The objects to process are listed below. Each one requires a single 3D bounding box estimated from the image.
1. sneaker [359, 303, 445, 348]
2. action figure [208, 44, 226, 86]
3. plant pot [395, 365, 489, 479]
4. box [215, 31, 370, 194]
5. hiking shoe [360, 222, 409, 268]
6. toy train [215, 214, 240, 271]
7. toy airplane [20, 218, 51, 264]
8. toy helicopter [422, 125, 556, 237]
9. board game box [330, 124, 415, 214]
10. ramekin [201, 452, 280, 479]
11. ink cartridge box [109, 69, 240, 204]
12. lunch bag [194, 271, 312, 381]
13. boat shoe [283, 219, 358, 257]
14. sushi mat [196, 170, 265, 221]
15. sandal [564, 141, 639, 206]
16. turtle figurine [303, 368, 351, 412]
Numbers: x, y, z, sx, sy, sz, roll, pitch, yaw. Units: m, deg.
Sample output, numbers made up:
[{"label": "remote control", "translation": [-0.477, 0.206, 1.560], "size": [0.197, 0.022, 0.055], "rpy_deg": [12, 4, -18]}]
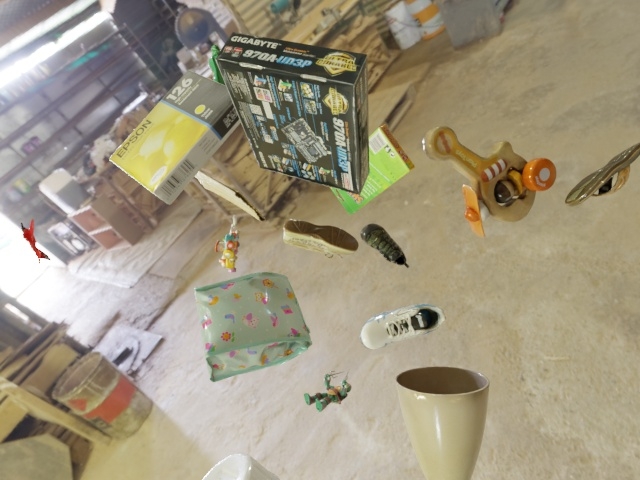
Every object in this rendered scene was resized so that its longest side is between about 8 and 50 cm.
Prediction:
[{"label": "sneaker", "translation": [0.206, 0.208, 1.047], "size": [0.237, 0.085, 0.086], "rpy_deg": [-13, -14, -25]}, {"label": "action figure", "translation": [-0.286, -0.487, 1.299], "size": [0.137, 0.232, 0.063], "rpy_deg": [-22, 11, -24]}, {"label": "plant pot", "translation": [0.349, 0.527, 1.187], "size": [0.256, 0.274, 0.256], "rpy_deg": [-4, 0, 0]}, {"label": "box", "translation": [-0.023, -0.160, 0.570], "size": [0.175, 0.220, 0.051], "rpy_deg": [17, 67, 16]}, {"label": "hiking shoe", "translation": [0.237, 0.019, 1.492], "size": [0.086, 0.227, 0.114], "rpy_deg": [-53, 35, 6]}, {"label": "toy train", "translation": [-0.228, 0.008, 1.038], "size": [0.046, 0.166, 0.125], "rpy_deg": [3, 67, -6]}, {"label": "toy airplane", "translation": [-0.854, 0.011, 1.250], "size": [0.151, 0.151, 0.028], "rpy_deg": [-8, 14, 41]}, {"label": "toy helicopter", "translation": [0.394, -0.157, 1.058], "size": [0.235, 0.355, 0.140], "rpy_deg": [-62, 18, 1]}, {"label": "board game box", "translation": [0.115, -0.168, 1.069], "size": [0.039, 0.124, 0.259], "rpy_deg": [-34, -1, -39]}, {"label": "ramekin", "translation": [-0.257, 0.758, 1.209], "size": [0.277, 0.135, 0.277], "rpy_deg": [-34, 14, 10]}, {"label": "ink cartridge box", "translation": [-0.364, -0.273, 1.020], "size": [0.307, 0.072, 0.304], "rpy_deg": [32, 80, 30]}, {"label": "lunch bag", "translation": [-0.172, 0.209, 1.077], "size": [0.262, 0.160, 0.223], "rpy_deg": [-11, 48, -17]}, {"label": "boat shoe", "translation": [0.000, 0.000, 1.566], "size": [0.285, 0.089, 0.104], "rpy_deg": [17, 42, 8]}, {"label": "sushi mat", "translation": [-0.295, -0.150, 1.249], "size": [0.316, 0.151, 0.019], "rpy_deg": [30, 76, 38]}, {"label": "sandal", "translation": [0.657, -0.141, 0.949], "size": [0.219, 0.060, 0.090], "rpy_deg": [-36, -4, -7]}, {"label": "turtle figurine", "translation": [0.057, 0.619, 1.736], "size": [0.234, 0.118, 0.175], "rpy_deg": [-17, -4, -38]}]
